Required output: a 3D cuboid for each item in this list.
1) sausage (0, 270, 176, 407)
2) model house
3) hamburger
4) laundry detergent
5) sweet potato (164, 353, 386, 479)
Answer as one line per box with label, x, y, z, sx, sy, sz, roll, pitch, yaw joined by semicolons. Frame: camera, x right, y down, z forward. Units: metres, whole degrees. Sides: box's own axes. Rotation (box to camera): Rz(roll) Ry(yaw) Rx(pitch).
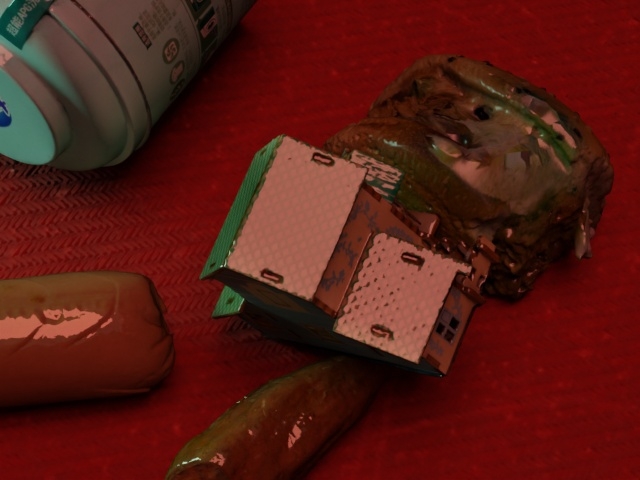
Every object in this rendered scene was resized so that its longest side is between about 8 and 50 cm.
sausage;-0.287;0.094;1.654;0.304;0.121;0.121;-5;62;-8
model house;0.000;0.000;1.602;0.271;0.206;0.178;14;74;43
hamburger;0.145;-0.073;1.737;0.288;0.192;0.168;37;56;16
laundry detergent;-0.234;-0.241;1.744;0.287;0.287;0.305;30;64;13
sweet potato;-0.031;0.174;1.639;0.252;0.097;0.097;-32;67;-28
